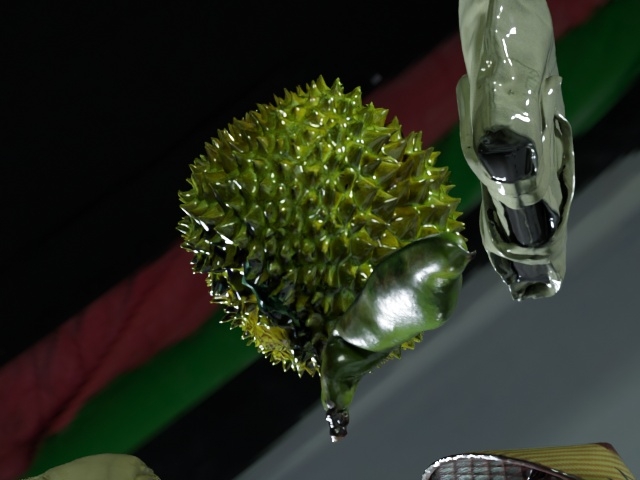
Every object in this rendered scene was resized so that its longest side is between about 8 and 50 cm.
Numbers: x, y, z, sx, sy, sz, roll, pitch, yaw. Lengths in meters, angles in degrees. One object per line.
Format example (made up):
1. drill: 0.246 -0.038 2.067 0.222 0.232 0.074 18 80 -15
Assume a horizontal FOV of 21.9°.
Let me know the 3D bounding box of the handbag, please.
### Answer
1. handbag: 0.194 -0.109 1.648 0.109 0.253 0.316 -5 -36 12

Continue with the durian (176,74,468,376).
1. durian: 0.000 0.002 1.475 0.291 0.291 0.224 -60 -6 37

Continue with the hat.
1. hat: 0.166 0.162 1.036 0.082 0.193 0.193 -57 -15 -28

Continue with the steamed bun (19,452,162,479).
1. steamed bun: -0.220 0.339 1.420 0.203 0.289 0.276 -16 -33 12

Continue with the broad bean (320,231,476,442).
1. broad bean: 0.043 0.047 1.024 0.046 0.061 0.195 4 -42 -28
